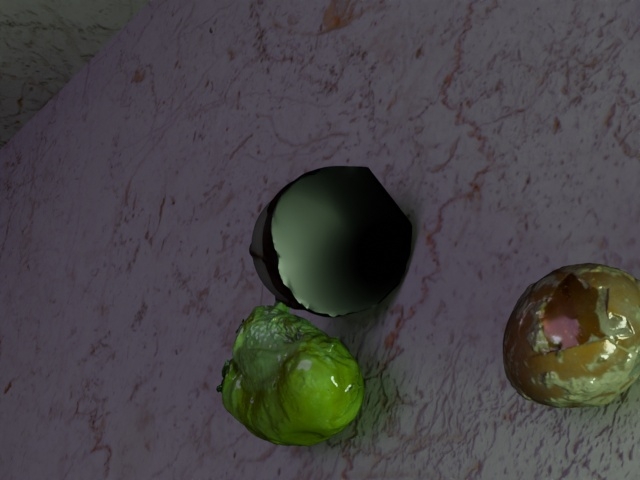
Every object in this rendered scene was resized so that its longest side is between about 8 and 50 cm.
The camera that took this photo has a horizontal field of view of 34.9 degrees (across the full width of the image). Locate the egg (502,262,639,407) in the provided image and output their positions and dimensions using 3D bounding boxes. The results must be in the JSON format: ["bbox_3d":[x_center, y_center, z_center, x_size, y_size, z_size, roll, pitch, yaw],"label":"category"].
[{"bbox_3d":[0.352,0.135,1.400,0.233,0.195,0.194,-35,46,31],"label":"egg"}]

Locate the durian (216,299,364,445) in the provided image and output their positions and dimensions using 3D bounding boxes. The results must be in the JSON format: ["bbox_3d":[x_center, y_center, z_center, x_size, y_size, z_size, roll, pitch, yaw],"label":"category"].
[{"bbox_3d":[-0.052,0.248,1.791,0.204,0.255,0.340,-34,37,-25],"label":"durian"}]

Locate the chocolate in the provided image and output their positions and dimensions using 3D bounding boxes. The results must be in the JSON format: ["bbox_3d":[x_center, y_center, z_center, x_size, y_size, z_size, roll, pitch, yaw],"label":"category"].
[{"bbox_3d":[0.000,0.000,1.864,0.186,0.284,0.283,6,75,68],"label":"chocolate"}]
